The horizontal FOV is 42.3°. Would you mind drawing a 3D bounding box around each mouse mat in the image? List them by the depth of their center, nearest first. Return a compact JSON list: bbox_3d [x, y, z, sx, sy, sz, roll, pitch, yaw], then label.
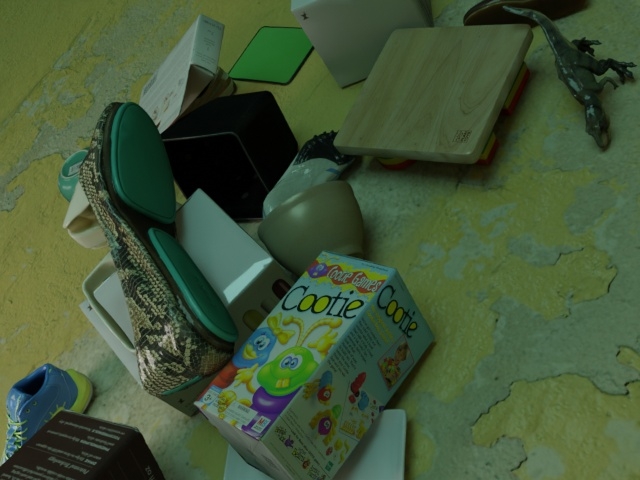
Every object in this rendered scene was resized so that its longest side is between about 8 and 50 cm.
[{"bbox_3d":[-0.095,-0.385,1.708,0.189,0.007,0.153,15,65,41],"label":"mouse mat"}]

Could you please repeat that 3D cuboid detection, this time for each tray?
[{"bbox_3d":[-0.009,0.307,1.087,0.270,0.030,0.145,-13,49,25],"label":"tray"}]

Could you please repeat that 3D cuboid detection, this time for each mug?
[{"bbox_3d":[-0.460,-0.137,1.687,0.129,0.097,0.158,20,69,42],"label":"mug"}]

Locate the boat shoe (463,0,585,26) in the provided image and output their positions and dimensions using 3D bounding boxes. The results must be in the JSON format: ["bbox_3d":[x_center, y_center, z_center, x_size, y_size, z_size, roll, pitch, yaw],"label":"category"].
[{"bbox_3d":[0.340,-0.398,1.389,0.206,0.073,0.073,-13,48,15],"label":"boat shoe"}]

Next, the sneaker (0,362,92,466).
[{"bbox_3d":[-0.481,0.300,1.334,0.091,0.126,0.240,15,65,40],"label":"sneaker"}]

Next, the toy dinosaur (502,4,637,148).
[{"bbox_3d":[0.384,-0.262,1.220,0.118,0.064,0.268,-14,64,-27],"label":"toy dinosaur"}]

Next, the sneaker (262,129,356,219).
[{"bbox_3d":[-0.017,-0.097,1.382,0.085,0.086,0.237,33,62,14],"label":"sneaker"}]

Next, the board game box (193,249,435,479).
[{"bbox_3d":[-0.002,0.167,1.076,0.142,0.144,0.275,14,55,46],"label":"board game box"}]

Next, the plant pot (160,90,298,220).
[{"bbox_3d":[-0.146,-0.159,1.448,0.187,0.188,0.167,-2,44,33],"label":"plant pot"}]

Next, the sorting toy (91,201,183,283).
[{"bbox_3d":[-0.287,0.024,1.463,0.347,0.047,0.196,28,76,31],"label":"sorting toy"}]

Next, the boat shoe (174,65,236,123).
[{"bbox_3d":[-0.260,-0.278,1.684,0.190,0.072,0.068,-50,45,-10],"label":"boat shoe"}]

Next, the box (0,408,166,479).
[{"bbox_3d":[-0.334,0.366,1.113,0.167,0.169,0.203,4,35,34],"label":"box"}]

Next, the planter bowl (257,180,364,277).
[{"bbox_3d":[0.000,0.000,1.249,0.162,0.162,0.109,-31,71,8],"label":"planter bowl"}]

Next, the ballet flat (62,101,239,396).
[{"bbox_3d":[-0.272,0.007,1.178,0.182,0.164,0.483,-35,57,13],"label":"ballet flat"}]

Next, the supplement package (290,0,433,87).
[{"bbox_3d":[0.079,-0.464,1.518,0.199,0.198,0.263,-17,48,21],"label":"supplement package"}]

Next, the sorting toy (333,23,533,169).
[{"bbox_3d":[0.190,-0.219,1.329,0.255,0.089,0.257,9,62,38],"label":"sorting toy"}]

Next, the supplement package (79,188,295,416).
[{"bbox_3d":[-0.193,0.094,1.270,0.262,0.145,0.204,-45,55,-5],"label":"supplement package"}]

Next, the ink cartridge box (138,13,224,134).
[{"bbox_3d":[-0.283,-0.261,1.580,0.275,0.060,0.239,-33,44,49],"label":"ink cartridge box"}]
